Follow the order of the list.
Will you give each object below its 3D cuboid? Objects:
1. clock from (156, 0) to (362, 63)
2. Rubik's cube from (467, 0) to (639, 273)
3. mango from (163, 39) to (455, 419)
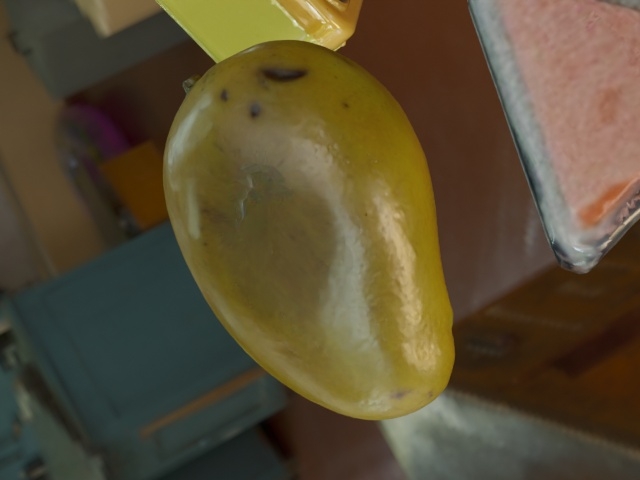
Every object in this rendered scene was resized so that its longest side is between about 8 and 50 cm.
[{"bbox_3d":[-0.041,-0.197,1.241,0.143,0.096,0.202,47,-157,-16],"label":"clock"},{"bbox_3d":[0.106,-0.138,0.604,0.233,0.228,0.228,31,113,40],"label":"Rubik's cube"},{"bbox_3d":[0.000,0.000,0.698,0.161,0.103,0.076,65,-167,-12],"label":"mango"}]
